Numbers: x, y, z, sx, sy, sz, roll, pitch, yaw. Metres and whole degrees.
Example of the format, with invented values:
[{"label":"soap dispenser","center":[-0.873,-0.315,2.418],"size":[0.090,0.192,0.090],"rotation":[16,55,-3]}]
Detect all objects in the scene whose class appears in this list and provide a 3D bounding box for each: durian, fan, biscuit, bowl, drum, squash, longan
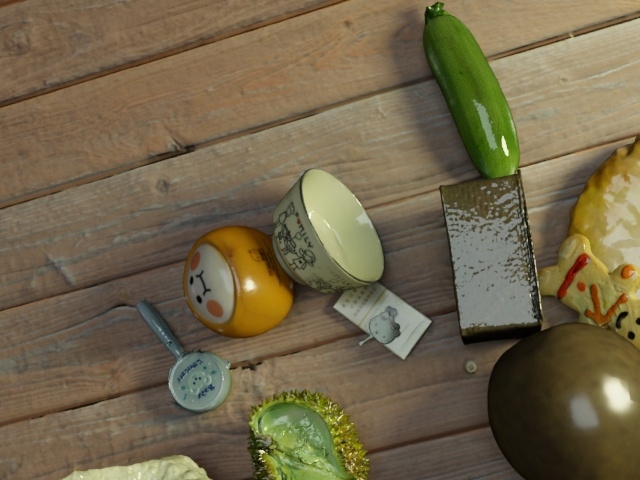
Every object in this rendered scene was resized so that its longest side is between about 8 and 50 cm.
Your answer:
[{"label":"durian","center":[-0.025,0.372,1.515],"size":[0.200,0.176,0.236],"rotation":[-27,78,-6]},{"label":"fan","center":[0.104,0.169,1.601],"size":[0.083,0.004,0.056],"rotation":[-36,74,6]},{"label":"biscuit","center":[0.476,0.095,1.484],"size":[0.234,0.030,0.153],"rotation":[48,122,33]},{"label":"biscuit","center":[0.641,0.016,1.486],"size":[0.429,0.104,0.446],"rotation":[-37,70,16]},{"label":"bowl","center":[0.000,0.000,1.588],"size":[0.126,0.238,0.237],"rotation":[-34,70,27]},{"label":"drum","center":[-0.253,0.206,1.667],"size":[0.130,0.049,0.253],"rotation":[-26,73,5]},{"label":"squash","center":[0.281,-0.284,1.649],"size":[0.107,0.107,0.394],"rotation":[-21,72,6]},{"label":"longan","center":[0.411,0.278,1.391],"size":[0.298,0.297,0.297],"rotation":[-3,76,11]}]

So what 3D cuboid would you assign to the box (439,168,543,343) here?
[{"label":"box","center":[0.297,0.035,1.525],"size":[0.143,0.184,0.273],"rotation":[-8,75,9]}]

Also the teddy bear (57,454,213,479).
[{"label":"teddy bear","center":[-0.226,0.536,1.451],"size":[0.362,0.376,0.327],"rotation":[47,132,35]}]

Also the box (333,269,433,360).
[{"label":"box","center":[0.115,0.137,1.621],"size":[0.167,0.024,0.090],"rotation":[36,87,17]}]

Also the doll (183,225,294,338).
[{"label":"doll","center":[-0.166,0.089,1.622],"size":[0.236,0.214,0.213],"rotation":[-35,67,42]}]
